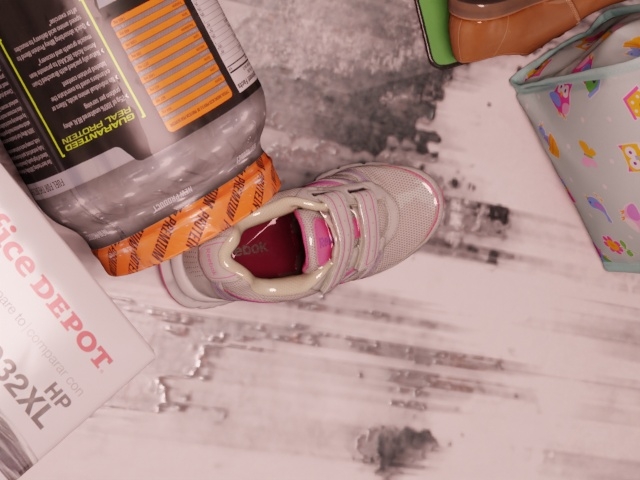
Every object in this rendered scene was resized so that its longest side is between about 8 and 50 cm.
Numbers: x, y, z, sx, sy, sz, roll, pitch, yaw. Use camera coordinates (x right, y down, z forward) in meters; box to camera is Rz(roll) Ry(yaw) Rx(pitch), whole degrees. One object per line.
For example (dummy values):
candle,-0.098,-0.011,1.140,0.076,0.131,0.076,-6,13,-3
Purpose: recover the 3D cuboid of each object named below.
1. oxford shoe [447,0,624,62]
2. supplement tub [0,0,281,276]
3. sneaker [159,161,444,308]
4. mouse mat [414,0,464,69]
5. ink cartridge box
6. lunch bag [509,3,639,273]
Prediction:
oxford shoe,0.201,-0.209,1.261,0.212,0.076,0.076,-17,128,-24
supplement tub,-0.166,-0.145,1.035,0.194,0.193,0.316,-31,102,-20
sneaker,0.000,0.000,1.152,0.252,0.111,0.103,-19,98,-22
mouse mat,0.143,-0.262,1.265,0.153,0.007,0.189,-18,97,-21
ink cartridge box,-0.312,0.096,1.012,0.307,0.129,0.223,-41,105,-17
lunch bag,0.318,-0.091,1.204,0.160,0.262,0.223,-35,103,-19
